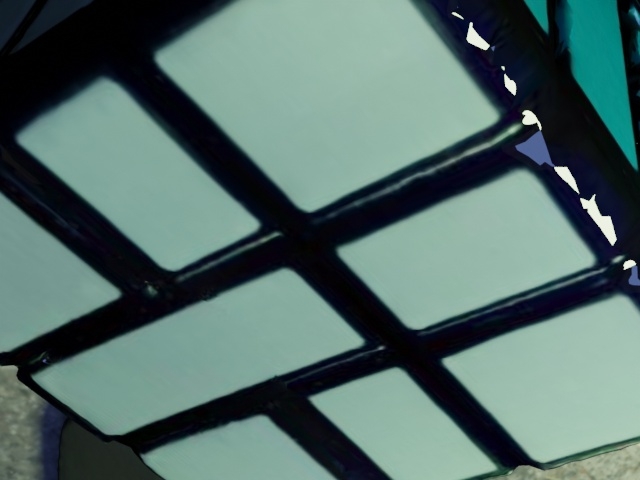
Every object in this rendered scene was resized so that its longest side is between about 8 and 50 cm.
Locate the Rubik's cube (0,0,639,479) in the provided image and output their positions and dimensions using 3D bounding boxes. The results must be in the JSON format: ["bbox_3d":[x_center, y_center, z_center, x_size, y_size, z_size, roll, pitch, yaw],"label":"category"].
[{"bbox_3d":[0.004,-0.063,0.507,0.293,0.288,0.283,-27,123,30],"label":"Rubik's cube"}]

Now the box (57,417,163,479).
[{"bbox_3d":[-0.130,0.220,0.916,0.201,0.042,0.213,4,122,-2],"label":"box"}]
